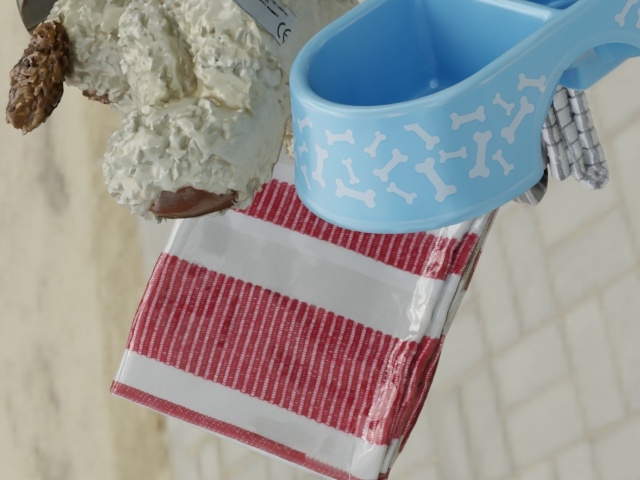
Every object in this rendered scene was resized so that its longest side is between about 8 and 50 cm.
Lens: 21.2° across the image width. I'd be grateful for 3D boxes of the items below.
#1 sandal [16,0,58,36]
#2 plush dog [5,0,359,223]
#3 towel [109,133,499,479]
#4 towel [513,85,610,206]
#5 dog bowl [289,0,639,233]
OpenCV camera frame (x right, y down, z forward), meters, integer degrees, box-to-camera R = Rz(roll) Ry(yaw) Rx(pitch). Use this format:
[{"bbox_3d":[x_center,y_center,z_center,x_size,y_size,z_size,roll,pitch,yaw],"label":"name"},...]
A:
[{"bbox_3d":[-0.191,-0.219,1.211,0.219,0.090,0.060,72,177,-63],"label":"sandal"},{"bbox_3d":[-0.089,-0.135,1.163,0.225,0.262,0.210,8,106,35],"label":"plush dog"},{"bbox_3d":[0.000,0.000,1.283,0.237,0.037,0.329,19,80,20],"label":"towel"},{"bbox_3d":[0.153,-0.186,1.560,0.235,0.121,0.284,-96,-14,-67],"label":"towel"},{"bbox_3d":[0.105,-0.117,1.015,0.166,0.297,0.074,26,143,47],"label":"dog bowl"}]
